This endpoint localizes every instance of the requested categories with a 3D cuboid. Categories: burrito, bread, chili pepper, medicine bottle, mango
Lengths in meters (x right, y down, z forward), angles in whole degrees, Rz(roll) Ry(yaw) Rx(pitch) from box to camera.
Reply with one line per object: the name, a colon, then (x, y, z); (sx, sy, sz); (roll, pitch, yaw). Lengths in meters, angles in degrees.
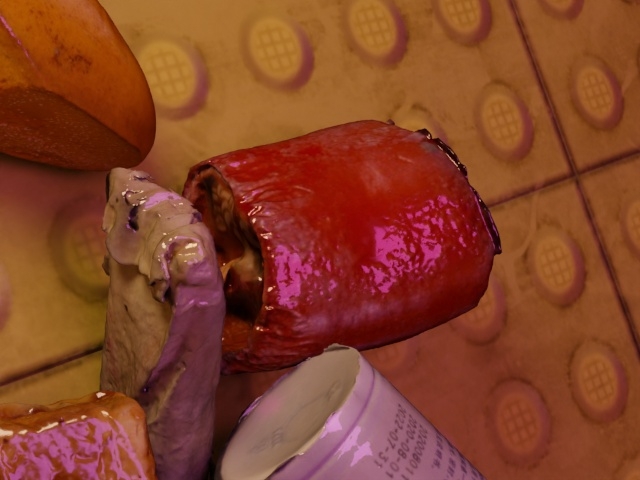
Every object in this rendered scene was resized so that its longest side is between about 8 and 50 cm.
burrito: (-0.154, 0.105, 1.477); (0.107, 0.175, 0.348); (-9, 118, -19)
bread: (-0.221, 0.309, 1.387); (0.195, 0.149, 0.344); (-9, 83, -18)
chili pepper: (0.000, 0.000, 1.601); (0.305, 0.229, 0.251); (-11, 78, -37)
medicine bottle: (0.075, 0.278, 1.481); (0.332, 0.190, 0.190); (46, 54, -16)
mango: (-0.291, -0.182, 1.457); (0.350, 0.201, 0.199); (31, 79, -33)
